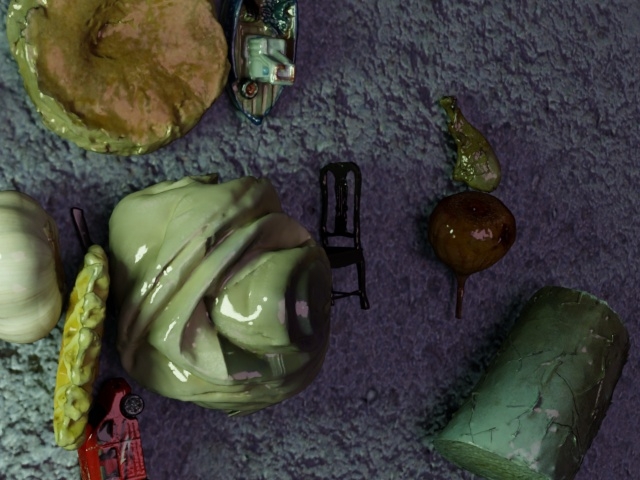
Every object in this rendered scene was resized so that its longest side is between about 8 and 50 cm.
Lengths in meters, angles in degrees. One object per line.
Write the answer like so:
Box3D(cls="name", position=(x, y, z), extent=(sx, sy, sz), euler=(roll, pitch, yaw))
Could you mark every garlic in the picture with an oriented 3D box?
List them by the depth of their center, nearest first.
Box3D(cls="garlic", position=(-0.435, 0.039, 1.498), extent=(0.226, 0.199, 0.199), euler=(-5, 96, -5))

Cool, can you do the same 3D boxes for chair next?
Box3D(cls="chair", position=(0.000, 0.000, 1.817), extent=(0.113, 0.106, 0.229), euler=(-10, 97, -37))

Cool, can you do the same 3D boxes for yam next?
Box3D(cls="yam", position=(0.367, 0.263, 2.021), extent=(0.241, 0.241, 0.348), euler=(47, 65, -27))

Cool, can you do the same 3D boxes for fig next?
Box3D(cls="fig", position=(0.249, 0.024, 1.995), extent=(0.146, 0.134, 0.201), euler=(-6, 120, -6))

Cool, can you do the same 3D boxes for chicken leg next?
Box3D(cls="chicken leg", position=(0.240, -0.158, 2.002), extent=(0.093, 0.070, 0.178), euler=(-27, 100, -24))

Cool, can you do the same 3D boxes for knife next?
Box3D(cls="knife", position=(-0.312, 0.032, 1.664), extent=(0.023, 0.010, 0.170), euler=(-23, 107, -25))

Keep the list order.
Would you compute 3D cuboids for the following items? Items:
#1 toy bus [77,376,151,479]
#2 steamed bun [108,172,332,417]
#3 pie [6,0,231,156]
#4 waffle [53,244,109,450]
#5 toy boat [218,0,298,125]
Box3D(cls="toy bus", position=(-0.286, 0.289, 1.654), extent=(0.089, 0.081, 0.195), euler=(-10, 99, -24))
Box3D(cls="steamed bun", position=(-0.099, 0.078, 1.646), extent=(0.394, 0.237, 0.347), euler=(52, 58, -36))
Box3D(cls="pie", position=(-0.266, -0.279, 1.636), extent=(0.339, 0.083, 0.340), euler=(-1, 92, -37))
Box3D(cls="waffle", position=(-0.306, 0.135, 1.544), extent=(0.056, 0.250, 0.261), euler=(11, 88, -9))
Box3D(cls="toy boat", position=(-0.079, -0.299, 1.742), extent=(0.114, 0.115, 0.262), euler=(-2, 93, -34))
